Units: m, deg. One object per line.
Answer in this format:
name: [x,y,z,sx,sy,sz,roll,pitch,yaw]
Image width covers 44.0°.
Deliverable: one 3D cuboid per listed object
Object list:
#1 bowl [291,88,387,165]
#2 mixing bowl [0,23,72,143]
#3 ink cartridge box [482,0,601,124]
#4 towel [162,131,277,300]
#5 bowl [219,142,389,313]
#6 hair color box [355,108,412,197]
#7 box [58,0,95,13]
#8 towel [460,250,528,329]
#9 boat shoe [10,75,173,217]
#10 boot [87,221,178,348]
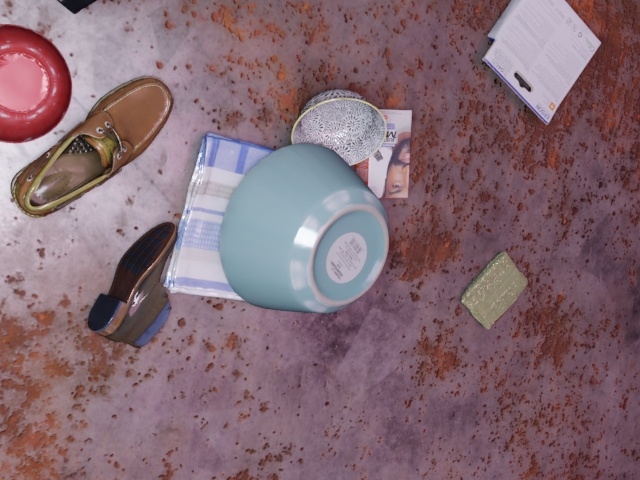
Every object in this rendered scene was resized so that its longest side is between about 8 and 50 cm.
bowl: [0.029,-0.216,1.416,0.170,0.170,0.080,16,47,-28]
mixing bowl: [-0.454,-0.233,1.177,0.182,0.098,0.181,-5,101,-27]
ink cartridge box: [0.449,-0.391,1.633,0.223,0.045,0.224,38,82,-26]
towel: [-0.144,-0.031,1.389,0.209,0.034,0.284,11,98,-29]
bowl: [0.000,0.000,1.360,0.312,0.163,0.311,-17,118,-36]
hair color box: [0.119,-0.165,1.501,0.093,0.053,0.167,-4,101,-27]
box: [-0.355,-0.567,0.960,0.480,0.472,0.297,42,80,-26]
towel: [0.371,0.105,1.687,0.148,0.027,0.110,-47,114,-11]
boat shoe: [-0.343,-0.143,1.242,0.307,0.104,0.110,-46,115,-13]
boot: [-0.292,0.078,1.337,0.219,0.082,0.106,-56,138,-12]
